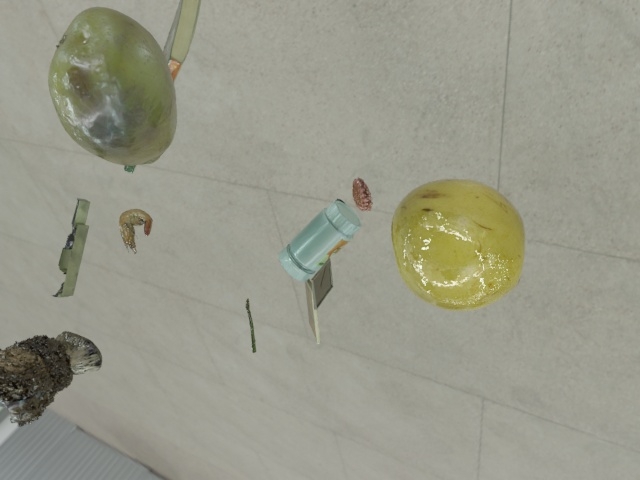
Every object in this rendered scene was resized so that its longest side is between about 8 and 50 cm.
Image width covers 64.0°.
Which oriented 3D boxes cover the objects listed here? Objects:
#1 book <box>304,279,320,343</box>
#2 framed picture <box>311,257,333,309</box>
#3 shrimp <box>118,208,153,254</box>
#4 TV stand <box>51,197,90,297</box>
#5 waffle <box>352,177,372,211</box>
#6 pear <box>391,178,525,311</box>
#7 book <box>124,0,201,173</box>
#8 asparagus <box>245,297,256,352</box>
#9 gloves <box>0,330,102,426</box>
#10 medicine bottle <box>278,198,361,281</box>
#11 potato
[{"bbox_3d":[-0.035,0.270,2.044,0.170,0.018,0.241,-124,26,-66],"label":"book"},{"bbox_3d":[0.007,0.136,1.616,0.011,0.149,0.109,5,116,21],"label":"framed picture"},{"bbox_3d":[-0.547,-0.028,1.531,0.162,0.095,0.045,66,148,29],"label":"shrimp"},{"bbox_3d":[-0.603,0.021,1.247,0.042,0.036,0.249,19,96,28],"label":"TV stand"},{"bbox_3d":[0.095,-0.105,1.179,0.083,0.029,0.075,100,147,-65],"label":"waffle"},{"bbox_3d":[0.345,0.009,1.296,0.348,0.348,0.348,21,138,20],"label":"pear"},{"bbox_3d":[-0.367,-0.357,1.178,0.043,0.260,0.371,18,142,-26],"label":"book"},{"bbox_3d":[-0.208,0.252,1.525,0.016,0.016,0.162,-24,74,62],"label":"asparagus"},{"bbox_3d":[-0.668,0.306,1.189,0.210,0.312,0.135,34,106,24],"label":"gloves"},{"bbox_3d":[0.000,0.000,1.937,0.158,0.158,0.318,43,112,-7],"label":"medicine bottle"},{"bbox_3d":[-0.272,-0.188,0.694,0.159,0.174,0.251,20,163,6],"label":"potato"}]
